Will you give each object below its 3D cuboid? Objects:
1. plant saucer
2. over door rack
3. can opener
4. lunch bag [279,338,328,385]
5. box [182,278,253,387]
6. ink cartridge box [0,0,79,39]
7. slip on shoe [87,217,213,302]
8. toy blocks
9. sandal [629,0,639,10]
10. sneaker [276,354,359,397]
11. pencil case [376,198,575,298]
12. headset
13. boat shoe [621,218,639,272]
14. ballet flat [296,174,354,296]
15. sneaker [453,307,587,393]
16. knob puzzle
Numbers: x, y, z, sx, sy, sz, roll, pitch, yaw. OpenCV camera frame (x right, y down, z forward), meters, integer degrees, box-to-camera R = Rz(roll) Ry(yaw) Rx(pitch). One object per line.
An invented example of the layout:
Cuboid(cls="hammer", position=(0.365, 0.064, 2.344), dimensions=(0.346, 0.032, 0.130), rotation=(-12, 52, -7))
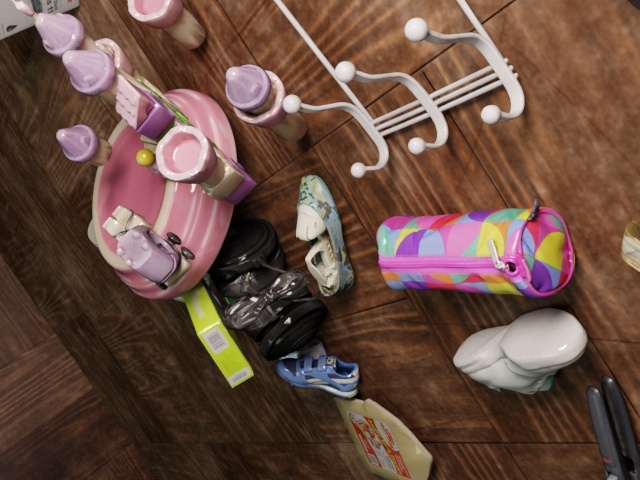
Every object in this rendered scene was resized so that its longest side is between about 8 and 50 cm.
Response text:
Cuboid(cls="plant saucer", position=(-0.257, -0.075, 1.127), dimensions=(0.332, 0.084, 0.331), rotation=(-10, 77, 46))
Cuboid(cls="over door rack", position=(0.033, -0.228, 0.752), dimensions=(0.240, 0.108, 0.324), rotation=(-15, 107, 55))
Cuboid(cls="can opener", position=(0.341, 0.241, 0.841), dimensions=(0.073, 0.059, 0.186), rotation=(2, 122, 52))
Cuboid(cls="lunch bag", position=(-0.022, 0.212, 1.289), dimensions=(0.083, 0.053, 0.071), rotation=(-13, 111, 29))
Cuboid(cls="box", position=(-0.158, 0.128, 1.095), dimensions=(0.109, 0.042, 0.178), rotation=(63, 173, -27))
Cuboid(cls="ink cartridge box", position=(-0.497, -0.419, 1.165), dimensions=(0.087, 0.208, 0.153), rotation=(39, 146, 17))
Cuboid(cls="slip on shoe", position=(-0.335, 0.032, 1.492), dimensions=(0.331, 0.123, 0.101), rotation=(25, 170, 31))
Cuboid(cls="toy blocks", position=(-0.228, -0.150, 0.892), dimensions=(0.288, 0.309, 0.260), rotation=(44, -174, 20))
Cuboid(cls="sandal", position=(0.273, -0.223, 0.507), dimensions=(0.067, 0.040, 0.179), rotation=(48, 148, 10))
Cuboid(cls="sneaker", position=(-0.002, 0.216, 1.228), dimensions=(0.144, 0.053, 0.059), rotation=(12, 124, -4))
Cuboid(cls="pencil case", position=(0.164, 0.013, 0.819), dimensions=(0.236, 0.104, 0.104), rotation=(-3, 117, 54))
Cuboid(cls="headset", position=(-0.111, 0.090, 1.166), dimensions=(0.243, 0.185, 0.394), rotation=(56, 159, -5))
Cuboid(cls="boat shoe", position=(0.335, 0.032, 0.665), dimensions=(0.135, 0.050, 0.045), rotation=(44, 151, 34))
Cuboid(cls="ballet flat", position=(0.000, 0.000, 1.050), dimensions=(0.070, 0.070, 0.188), rotation=(8, 126, 49))
Cuboid(cls="sneaker", position=(0.252, 0.142, 0.864), dimensions=(0.094, 0.080, 0.212), rotation=(44, 156, -6))
Cuboid(cls="knob puzzle", position=(0.122, 0.343, 1.247), dimensions=(0.213, 0.030, 0.213), rotation=(33, 142, 31))
